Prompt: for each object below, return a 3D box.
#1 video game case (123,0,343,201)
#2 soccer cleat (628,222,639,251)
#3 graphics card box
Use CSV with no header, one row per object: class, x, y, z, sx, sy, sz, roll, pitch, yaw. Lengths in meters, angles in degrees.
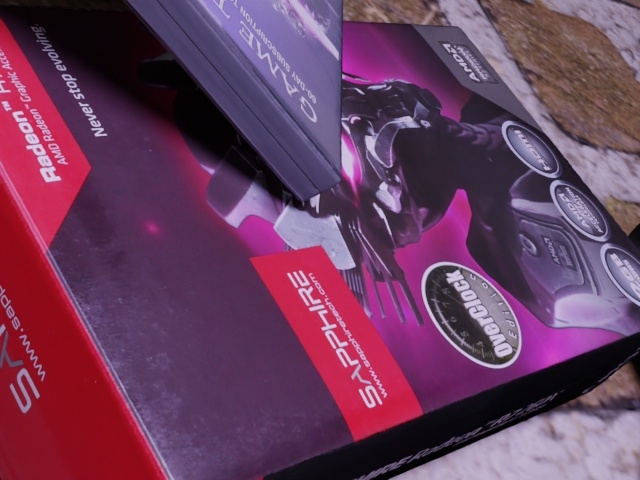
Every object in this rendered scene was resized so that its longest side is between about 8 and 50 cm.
video game case,-0.051,-0.168,0.485,0.196,0.026,0.274,48,27,-31
soccer cleat,0.266,0.107,0.615,0.143,0.116,0.331,24,39,-20
graphics card box,0.000,0.000,0.514,0.371,0.094,0.232,-8,57,-47
